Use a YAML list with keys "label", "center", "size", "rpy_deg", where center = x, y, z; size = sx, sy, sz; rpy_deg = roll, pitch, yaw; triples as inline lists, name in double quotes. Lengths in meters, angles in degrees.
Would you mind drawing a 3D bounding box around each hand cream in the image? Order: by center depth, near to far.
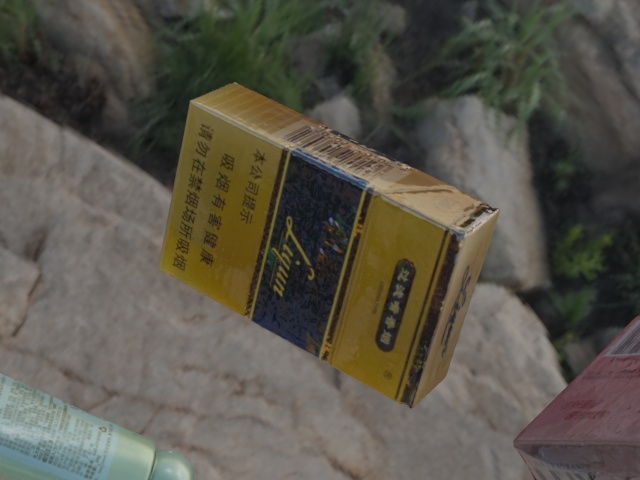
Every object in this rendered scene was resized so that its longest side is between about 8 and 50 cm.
- label: "hand cream"
  center: [-0.271, 0.202, 1.451]
  size: [0.306, 0.093, 0.147]
  rpy_deg: [29, 27, -15]

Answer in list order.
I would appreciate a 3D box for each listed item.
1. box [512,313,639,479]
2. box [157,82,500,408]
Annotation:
- label: "box"
  center: [0.174, 0.081, 0.672]
  size: [0.111, 0.156, 0.060]
  rpy_deg: [-38, 100, -25]
- label: "box"
  center: [0.000, 0.000, 1.080]
  size: [0.237, 0.152, 0.070]
  rpy_deg: [29, 32, 23]
